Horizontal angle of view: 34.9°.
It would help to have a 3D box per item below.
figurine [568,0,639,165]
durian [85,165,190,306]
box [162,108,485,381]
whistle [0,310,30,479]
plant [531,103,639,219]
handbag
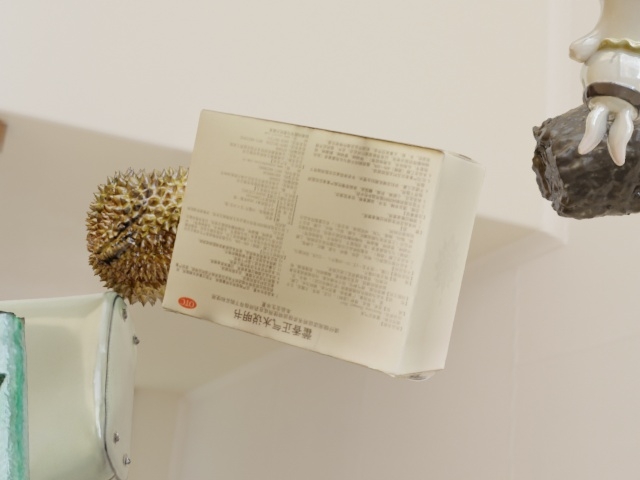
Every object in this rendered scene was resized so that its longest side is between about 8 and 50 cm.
[{"bbox_3d":[0.231,-0.127,0.745,0.081,0.098,0.146,18,-82,29],"label":"figurine"},{"bbox_3d":[-0.170,-0.006,1.056,0.137,0.168,0.158,33,-64,31],"label":"durian"},{"bbox_3d":[0.000,0.000,0.782,0.212,0.095,0.168,13,-89,28],"label":"box"},{"bbox_3d":[-0.209,0.138,0.664,0.039,0.039,0.186,128,-41,-52],"label":"whistle"},{"bbox_3d":[0.347,-0.103,1.152,0.131,0.203,0.142,-98,179,-59],"label":"plant"},{"bbox_3d":[-0.337,0.151,0.969,0.109,0.315,0.241,87,-1,-50],"label":"handbag"}]
